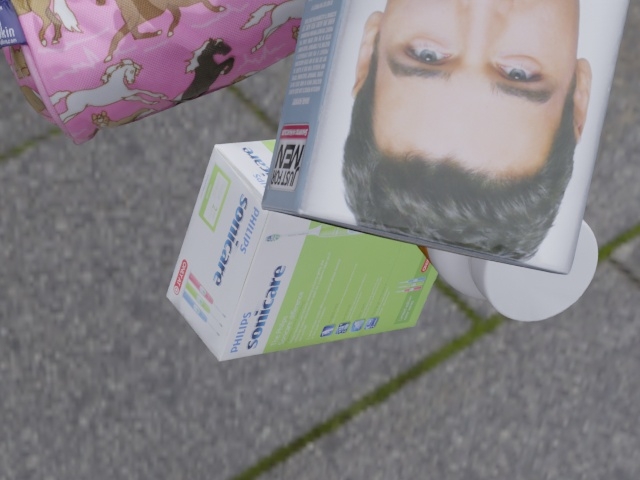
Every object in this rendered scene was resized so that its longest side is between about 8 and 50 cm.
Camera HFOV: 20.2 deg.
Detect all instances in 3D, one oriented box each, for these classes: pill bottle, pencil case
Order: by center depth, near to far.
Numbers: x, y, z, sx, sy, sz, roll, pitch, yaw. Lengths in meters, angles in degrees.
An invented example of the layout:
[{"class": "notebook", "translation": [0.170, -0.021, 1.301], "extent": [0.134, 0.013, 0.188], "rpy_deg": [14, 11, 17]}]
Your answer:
[{"class": "pencil case", "translation": [-0.058, -0.219, 1.328], "extent": [0.386, 0.167, 0.160], "rpy_deg": [-25, 57, -4]}, {"class": "pill bottle", "translation": [0.139, -0.032, 1.541], "extent": [0.136, 0.136, 0.246], "rpy_deg": [-11, 30, -15]}]

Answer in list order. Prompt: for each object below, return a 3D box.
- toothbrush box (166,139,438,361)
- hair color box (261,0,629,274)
[{"class": "toothbrush box", "translation": [0.000, 0.000, 1.969], "extent": [0.283, 0.206, 0.122], "rpy_deg": [-9, 42, -38]}, {"class": "hair color box", "translation": [0.098, -0.181, 1.153], "extent": [0.185, 0.113, 0.374], "rpy_deg": [12, 91, -15]}]
